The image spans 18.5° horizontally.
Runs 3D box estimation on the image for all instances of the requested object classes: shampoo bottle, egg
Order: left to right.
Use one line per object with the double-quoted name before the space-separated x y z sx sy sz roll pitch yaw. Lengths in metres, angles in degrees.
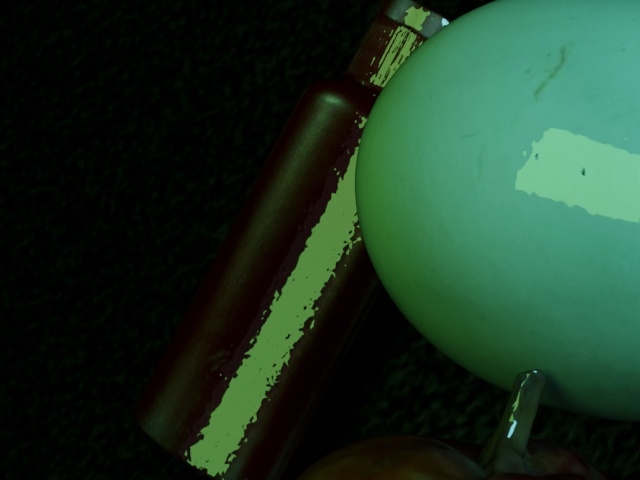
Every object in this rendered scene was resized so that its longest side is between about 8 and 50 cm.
"shampoo bottle" 0.000 0.000 1.011 0.102 0.064 0.260 32 95 43
"egg" 0.135 -0.013 0.825 0.264 0.183 0.183 15 84 34

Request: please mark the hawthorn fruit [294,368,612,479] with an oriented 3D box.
"hawthorn fruit" 0.052 0.170 0.802 0.215 0.215 0.250 22 110 42
